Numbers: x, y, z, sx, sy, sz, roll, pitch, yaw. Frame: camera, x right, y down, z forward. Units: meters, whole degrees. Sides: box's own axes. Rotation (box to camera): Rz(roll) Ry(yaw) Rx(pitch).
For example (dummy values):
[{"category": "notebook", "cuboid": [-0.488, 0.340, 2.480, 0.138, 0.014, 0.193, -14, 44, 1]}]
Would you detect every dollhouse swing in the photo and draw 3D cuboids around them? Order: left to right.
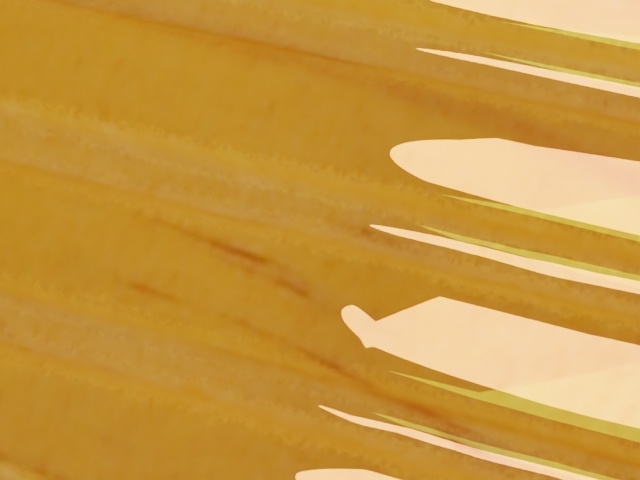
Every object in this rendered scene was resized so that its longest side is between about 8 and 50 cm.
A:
[{"category": "dollhouse swing", "cuboid": [0.010, -0.020, 0.236, 0.315, 0.305, 0.346, 14, 83, 20]}]
